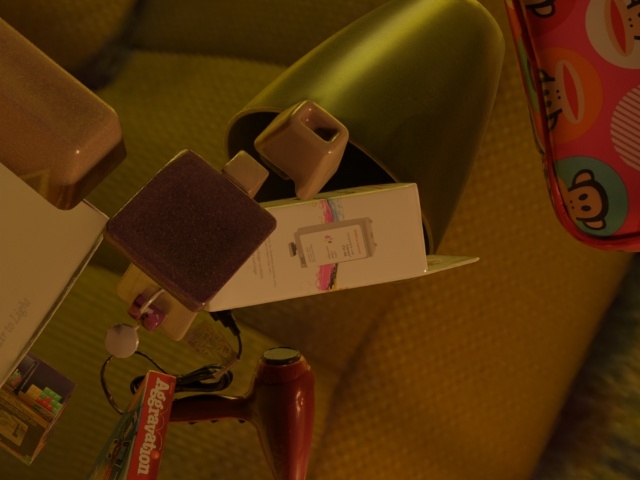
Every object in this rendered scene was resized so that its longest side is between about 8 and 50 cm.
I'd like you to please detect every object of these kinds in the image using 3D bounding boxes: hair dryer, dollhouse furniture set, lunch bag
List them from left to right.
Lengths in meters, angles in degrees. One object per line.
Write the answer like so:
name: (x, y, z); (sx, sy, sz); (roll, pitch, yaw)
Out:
dollhouse furniture set: (-0.068, -0.022, 0.488); (0.091, 0.114, 0.081); (-50, -2, -40)
hair dryer: (-0.111, 0.203, 2.002); (0.223, 0.293, 0.080); (-40, 6, 22)
lunch bag: (0.254, -0.150, 1.040); (0.258, 0.120, 0.293); (-12, 86, 11)

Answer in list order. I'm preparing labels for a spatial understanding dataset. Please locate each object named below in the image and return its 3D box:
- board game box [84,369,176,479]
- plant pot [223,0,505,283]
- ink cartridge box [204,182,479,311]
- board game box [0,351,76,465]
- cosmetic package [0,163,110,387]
board game box: (-0.178, 0.230, 1.312); (0.281, 0.027, 0.145); (125, 157, -54)
plant pot: (0.082, -0.150, 1.824); (0.274, 0.275, 0.293); (0, 46, 49)
ink cartridge box: (0.000, 0.000, 1.121); (0.115, 0.198, 0.067); (-176, 78, -73)
board game box: (-0.318, 0.126, 1.478); (0.048, 0.170, 0.141); (-56, 2, -32)
cosmetic package: (-0.261, 0.083, 0.954); (0.309, 0.113, 0.160); (-45, 12, 46)
